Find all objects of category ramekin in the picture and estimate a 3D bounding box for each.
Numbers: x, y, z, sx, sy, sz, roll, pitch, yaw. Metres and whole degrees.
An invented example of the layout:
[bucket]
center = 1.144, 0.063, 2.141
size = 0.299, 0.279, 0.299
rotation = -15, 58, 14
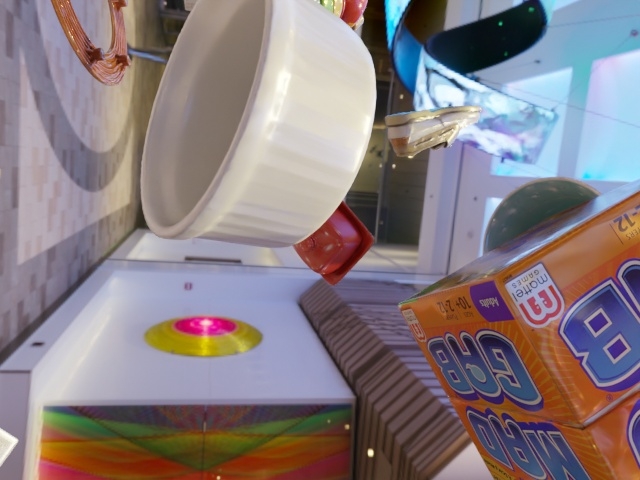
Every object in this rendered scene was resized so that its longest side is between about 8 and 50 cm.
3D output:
[ramekin]
center = -0.070, -0.124, 0.536
size = 0.277, 0.135, 0.277
rotation = -25, -122, 48

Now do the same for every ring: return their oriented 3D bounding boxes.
[ring]
center = -0.401, -0.446, 0.920
size = 0.336, 0.032, 0.336
rotation = 171, -90, -89

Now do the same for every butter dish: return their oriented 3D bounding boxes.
[butter dish]
center = 0.000, 0.000, 1.098
size = 0.160, 0.118, 0.160
rotation = 52, -59, 18

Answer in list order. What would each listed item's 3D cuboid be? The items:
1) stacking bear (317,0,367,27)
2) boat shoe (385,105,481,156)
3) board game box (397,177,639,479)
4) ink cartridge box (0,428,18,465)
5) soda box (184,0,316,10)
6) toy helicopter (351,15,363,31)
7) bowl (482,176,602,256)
[stacking bear]
center = -0.025, -0.423, 0.928
size = 0.175, 0.289, 0.164
rotation = 3, -62, 46
[boat shoe]
center = 0.286, -0.279, 1.310
size = 0.113, 0.302, 0.103
rotation = 13, -65, 57
[board game box]
center = 0.392, 0.149, 0.749
size = 0.356, 0.356, 0.356
rotation = 61, -13, 6
[ink cartridge box]
center = -0.773, 0.327, 0.993
size = 0.296, 0.261, 0.066
rotation = 57, 40, -34
[soda box]
center = -0.097, -0.324, 0.662
size = 0.216, 0.069, 0.074
rotation = 29, -51, 42
[toy helicopter]
center = 0.034, -0.540, 1.068
size = 0.140, 0.235, 0.355
rotation = -50, -146, -19
[bowl]
center = 0.539, 0.023, 1.163
size = 0.311, 0.163, 0.311
rotation = -6, -98, 49
